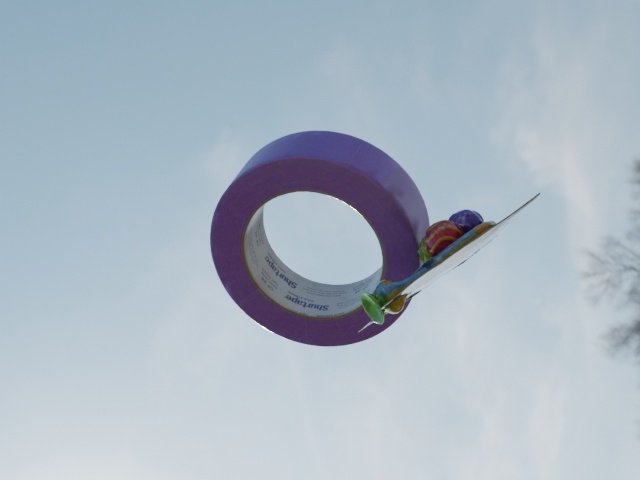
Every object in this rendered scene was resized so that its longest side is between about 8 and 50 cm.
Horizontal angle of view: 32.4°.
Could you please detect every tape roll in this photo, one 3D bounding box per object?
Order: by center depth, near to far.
[{"bbox_3d":[0.000,0.000,1.429,0.090,0.275,0.274,-61,-16,-58],"label":"tape roll"}]

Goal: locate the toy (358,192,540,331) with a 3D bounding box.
[{"bbox_3d":[0.141,0.013,1.312,0.237,0.056,0.137,-37,-8,-24],"label":"toy"}]
